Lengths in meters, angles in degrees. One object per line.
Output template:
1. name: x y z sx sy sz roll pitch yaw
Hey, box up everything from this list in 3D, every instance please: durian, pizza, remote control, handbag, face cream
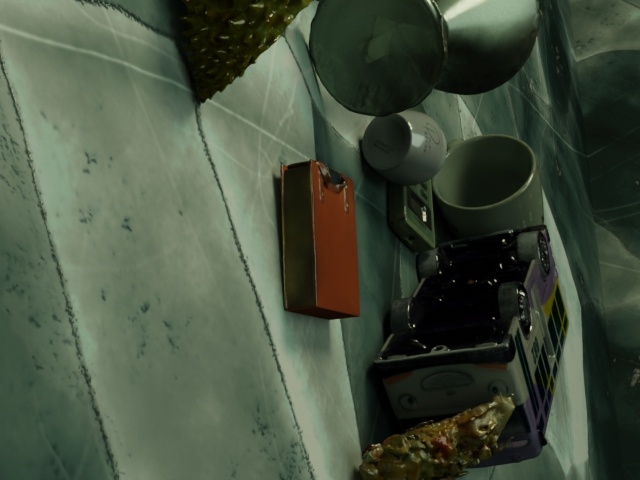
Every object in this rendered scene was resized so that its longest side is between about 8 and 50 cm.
1. durian: -0.064 -0.298 1.131 0.306 0.172 0.166 -82 174 -51
2. pizza: 0.160 0.292 1.281 0.069 0.226 0.147 -119 -162 -48
3. remote control: 0.152 -0.127 1.622 0.123 0.038 0.285 43 42 -50
4. handbag: 0.000 0.000 1.232 0.127 0.063 0.190 18 67 -61
5. face cream: 0.129 -0.144 1.491 0.104 0.117 0.117 9 71 -54

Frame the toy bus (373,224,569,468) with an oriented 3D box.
1. toy bus: 0.252 0.161 1.511 0.440 0.209 0.249 -50 126 -61

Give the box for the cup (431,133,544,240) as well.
1. cup: 0.309 -0.074 1.805 0.258 0.186 0.234 64 0 44

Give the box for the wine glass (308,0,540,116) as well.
1. wine glass: 0.158 -0.322 1.498 0.406 0.267 0.267 -34 110 -57
